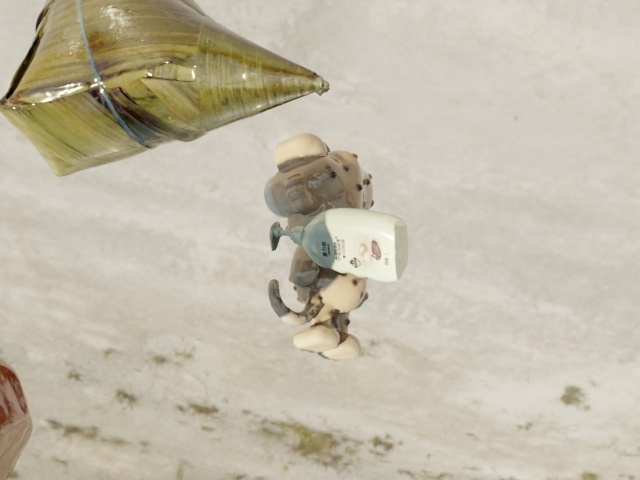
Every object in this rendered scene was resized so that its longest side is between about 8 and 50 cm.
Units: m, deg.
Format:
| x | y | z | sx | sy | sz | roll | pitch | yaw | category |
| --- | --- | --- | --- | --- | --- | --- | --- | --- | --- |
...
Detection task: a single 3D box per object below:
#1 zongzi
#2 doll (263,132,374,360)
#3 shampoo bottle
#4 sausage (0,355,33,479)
| x | y | z | sx | sy | sz | roll | pitch | yaw | category |
| --- | --- | --- | --- | --- | --- | --- | --- | --- | --- |
| -0.111 | -0.171 | 0.560 | 0.242 | 0.221 | 0.112 | -11 | 146 | 16 | zongzi |
| 0.001 | 0.002 | 0.856 | 0.119 | 0.278 | 0.154 | -19 | 142 | 31 | doll |
| 0.015 | -0.002 | 0.758 | 0.152 | 0.045 | 0.077 | 11 | 126 | 24 | shampoo bottle |
| -0.277 | 0.121 | 0.425 | 0.141 | 0.153 | 0.268 | 34 | -179 | 3 | sausage |
